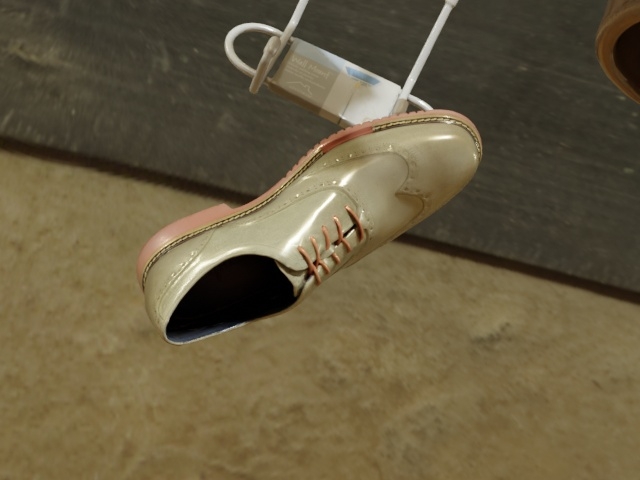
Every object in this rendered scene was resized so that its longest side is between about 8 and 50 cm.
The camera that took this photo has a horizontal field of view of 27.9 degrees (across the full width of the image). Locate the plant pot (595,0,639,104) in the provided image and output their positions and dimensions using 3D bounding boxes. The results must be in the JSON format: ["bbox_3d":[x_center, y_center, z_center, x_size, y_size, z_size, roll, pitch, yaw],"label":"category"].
[{"bbox_3d":[0.327,-0.196,0.816,0.263,0.263,0.229,18,80,-13],"label":"plant pot"}]

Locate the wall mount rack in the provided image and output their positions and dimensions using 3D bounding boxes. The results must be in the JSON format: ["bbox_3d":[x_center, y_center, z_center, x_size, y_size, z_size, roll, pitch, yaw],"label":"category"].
[{"bbox_3d":[0.052,-0.287,1.873,0.350,0.304,0.130,26,141,-1],"label":"wall mount rack"}]

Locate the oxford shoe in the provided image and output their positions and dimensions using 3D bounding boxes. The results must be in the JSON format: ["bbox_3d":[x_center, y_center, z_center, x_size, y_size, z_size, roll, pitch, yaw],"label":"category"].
[{"bbox_3d":[0.000,0.000,1.337,0.397,0.146,0.140,-29,121,4],"label":"oxford shoe"}]
